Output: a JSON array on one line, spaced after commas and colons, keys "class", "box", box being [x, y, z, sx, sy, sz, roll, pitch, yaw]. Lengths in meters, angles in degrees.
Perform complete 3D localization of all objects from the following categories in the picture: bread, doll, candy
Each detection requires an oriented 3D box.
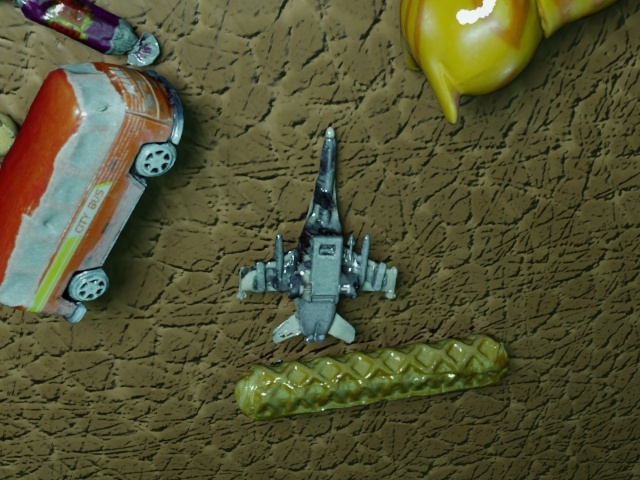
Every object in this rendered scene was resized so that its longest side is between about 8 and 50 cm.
[{"class": "bread", "box": [0.071, 0.178, 0.995, 0.367, 0.077, 0.084, -8, 121, -10]}, {"class": "doll", "box": [-0.341, -0.097, 0.746, 0.093, 0.051, 0.061, -26, 129, 4]}, {"class": "candy", "box": [-0.234, -0.208, 0.711, 0.175, 0.043, 0.045, 22, 116, -28]}, {"class": "doll", "box": [0.191, -0.253, 0.716, 0.270, 0.166, 0.162, -32, 121, 10]}]

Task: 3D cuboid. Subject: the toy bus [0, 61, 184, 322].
[{"class": "toy bus", "box": [-0.242, -0.052, 0.739, 0.120, 0.121, 0.265, 11, 121, -47]}]

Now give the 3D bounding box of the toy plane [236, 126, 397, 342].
[{"class": "toy plane", "box": [0.002, 0.005, 0.867, 0.192, 0.088, 0.262, -1, 120, -12]}]
